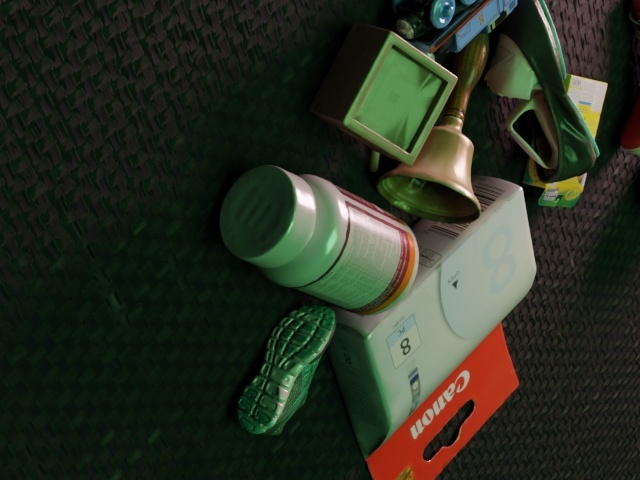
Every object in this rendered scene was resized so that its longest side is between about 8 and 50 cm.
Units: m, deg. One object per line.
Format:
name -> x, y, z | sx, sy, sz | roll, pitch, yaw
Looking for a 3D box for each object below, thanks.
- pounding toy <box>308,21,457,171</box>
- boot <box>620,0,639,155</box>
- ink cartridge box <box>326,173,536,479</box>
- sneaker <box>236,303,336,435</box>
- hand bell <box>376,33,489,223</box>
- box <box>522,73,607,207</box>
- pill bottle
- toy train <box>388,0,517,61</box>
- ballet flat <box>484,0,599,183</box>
pounding toy -> 0.067, -0.148, 1.434 | 0.141, 0.100, 0.130 | 28, 90, -37
boot -> 0.471, -0.257, 1.869 | 0.176, 0.088, 0.244 | 31, 91, -33
ink cartridge box -> 0.167, 0.155, 1.665 | 0.308, 0.091, 0.385 | -42, 132, -30
sneaker -> -0.034, 0.148, 1.468 | 0.166, 0.065, 0.076 | -56, 155, -12
hand bell -> 0.161, -0.154, 1.545 | 0.126, 0.126, 0.242 | 41, 62, -48
box -> 0.331, -0.135, 1.775 | 0.105, 0.043, 0.179 | 3, 101, -50
pill bottle -> 0.000, 0.000, 1.386 | 0.221, 0.121, 0.121 | 24, 86, -50
toy train -> 0.152, -0.270, 1.489 | 0.184, 0.080, 0.105 | -45, 140, -28
ballet flat -> 0.269, -0.186, 1.633 | 0.096, 0.095, 0.280 | -32, 117, -8
